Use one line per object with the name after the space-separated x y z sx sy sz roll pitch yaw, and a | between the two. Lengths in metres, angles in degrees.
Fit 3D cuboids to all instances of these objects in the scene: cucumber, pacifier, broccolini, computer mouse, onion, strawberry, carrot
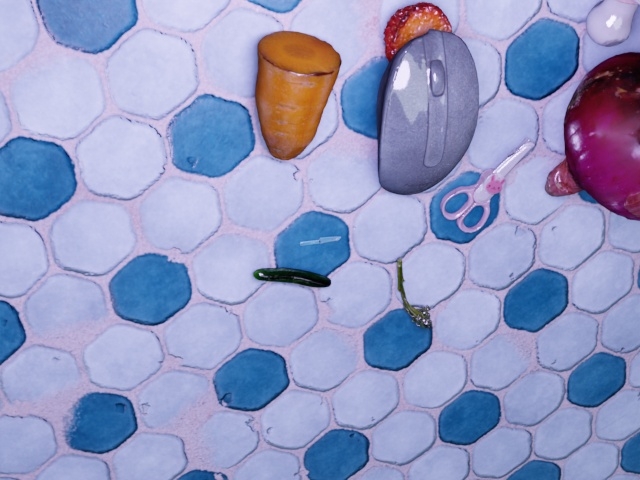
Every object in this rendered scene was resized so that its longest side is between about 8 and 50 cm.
-0.057 0.078 1.839 0.184 0.033 0.036 7 93 -21 | cucumber
0.605 -0.501 1.636 0.331 0.273 0.221 1 89 -14 | pacifier
0.197 0.123 1.929 0.052 0.054 0.194 -21 119 17 | broccolini
0.203 -0.221 1.659 0.203 0.114 0.374 -10 136 -11 | computer mouse
0.615 -0.186 1.769 0.347 0.348 0.385 27 145 -25 | onion
0.182 -0.387 1.638 0.145 0.086 0.145 -8 125 -12 | strawberry
-0.050 -0.257 1.619 0.159 0.159 0.225 -1 126 -15 | carrot

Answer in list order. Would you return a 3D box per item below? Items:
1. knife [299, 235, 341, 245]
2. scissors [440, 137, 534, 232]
0.000 0.000 1.830 0.091 0.005 0.014 -7 119 -12 | knife
0.369 -0.124 1.855 0.118 0.030 0.242 36 105 -28 | scissors
